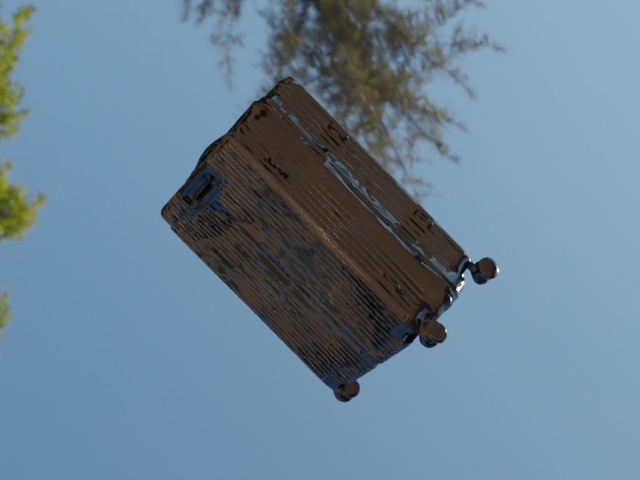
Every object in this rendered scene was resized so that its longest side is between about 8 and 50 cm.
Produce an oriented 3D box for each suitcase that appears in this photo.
[{"bbox_3d":[0.000,0.000,1.476,0.152,0.335,0.229,-46,-177,-38],"label":"suitcase"}]
